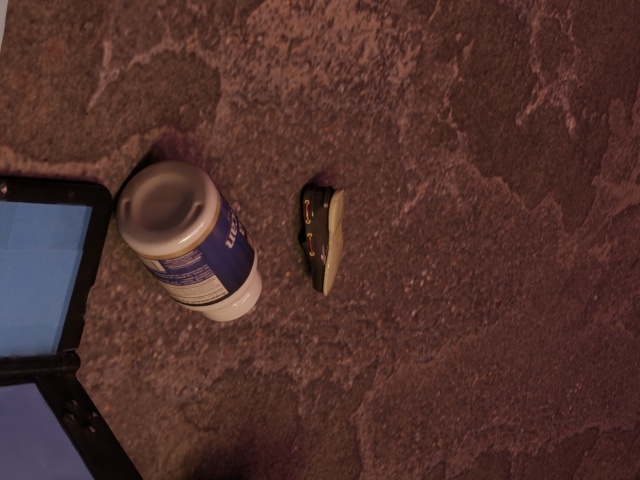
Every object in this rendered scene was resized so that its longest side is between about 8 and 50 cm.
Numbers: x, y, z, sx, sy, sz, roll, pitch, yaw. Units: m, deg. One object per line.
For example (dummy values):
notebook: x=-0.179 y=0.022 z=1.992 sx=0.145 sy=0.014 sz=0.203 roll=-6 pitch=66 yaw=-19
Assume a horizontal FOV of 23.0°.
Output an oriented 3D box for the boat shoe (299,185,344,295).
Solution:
boat shoe: x=0.001 y=-0.001 z=1.672 sx=0.049 sy=0.042 sz=0.133 roll=-62 pitch=158 yaw=-51

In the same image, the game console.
game console: x=-0.238 y=0.096 z=1.238 sx=0.173 sy=0.250 sz=0.293 roll=-47 pitch=157 yaw=23

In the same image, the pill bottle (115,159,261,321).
pill bottle: x=-0.113 y=0.007 z=1.438 sx=0.094 sy=0.094 sz=0.169 roll=-56 pitch=150 yaw=-16

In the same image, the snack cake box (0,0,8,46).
snack cake box: x=-0.293 y=-0.100 z=1.009 sx=0.089 sy=0.152 sz=0.264 roll=-15 pitch=124 yaw=-53
